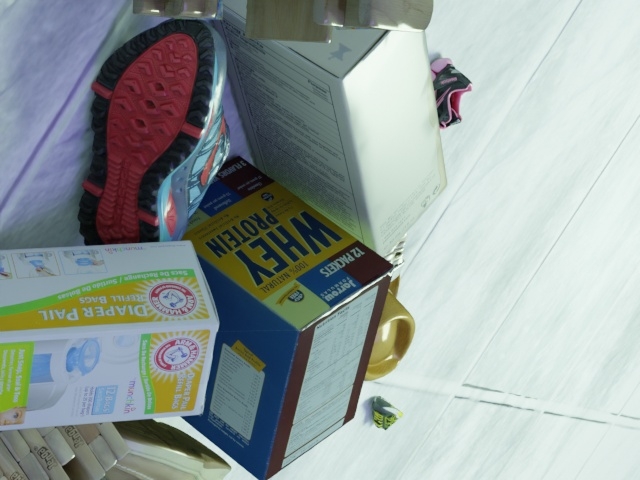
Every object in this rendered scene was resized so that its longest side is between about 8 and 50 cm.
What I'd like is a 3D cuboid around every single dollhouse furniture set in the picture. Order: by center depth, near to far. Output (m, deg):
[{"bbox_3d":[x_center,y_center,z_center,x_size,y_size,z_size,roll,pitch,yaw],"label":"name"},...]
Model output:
[{"bbox_3d":[-0.005,-0.271,1.504,0.161,0.212,0.242,-3,98,-58],"label":"dollhouse furniture set"}]

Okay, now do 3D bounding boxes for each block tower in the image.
[{"bbox_3d":[-0.301,0.238,1.599,0.091,0.097,0.335,-26,-170,45],"label":"block tower"}]

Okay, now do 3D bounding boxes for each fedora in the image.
[{"bbox_3d":[0.052,0.104,2.243,0.194,0.079,0.194,-42,153,-26],"label":"fedora"}]

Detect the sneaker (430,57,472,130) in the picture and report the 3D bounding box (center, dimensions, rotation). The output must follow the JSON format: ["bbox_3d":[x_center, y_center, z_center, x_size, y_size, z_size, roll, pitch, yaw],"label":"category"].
[{"bbox_3d":[0.119,-0.131,2.088,0.047,0.057,0.119,-6,129,-61],"label":"sneaker"}]

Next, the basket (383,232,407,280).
[{"bbox_3d":[0.000,0.000,1.980,0.167,0.113,0.103,-30,142,-42],"label":"basket"}]

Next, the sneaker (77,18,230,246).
[{"bbox_3d":[-0.130,-0.095,1.668,0.125,0.104,0.262,-47,165,-48],"label":"sneaker"}]

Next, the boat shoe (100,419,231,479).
[{"bbox_3d":[-0.178,0.228,1.965,0.098,0.109,0.302,-54,161,-2],"label":"boat shoe"}]

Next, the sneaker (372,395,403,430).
[{"bbox_3d":[0.081,0.222,2.506,0.035,0.031,0.083,-53,156,-1],"label":"sneaker"}]

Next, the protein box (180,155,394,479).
[{"bbox_3d":[-0.065,0.072,1.843,0.136,0.200,0.201,-32,147,-40],"label":"protein box"}]

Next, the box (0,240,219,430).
[{"bbox_3d":[-0.196,0.078,1.626,0.203,0.103,0.114,-3,133,-19],"label":"box"}]

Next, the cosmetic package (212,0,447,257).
[{"bbox_3d":[0.012,-0.129,1.775,0.113,0.160,0.309,-47,156,-18],"label":"cosmetic package"}]
